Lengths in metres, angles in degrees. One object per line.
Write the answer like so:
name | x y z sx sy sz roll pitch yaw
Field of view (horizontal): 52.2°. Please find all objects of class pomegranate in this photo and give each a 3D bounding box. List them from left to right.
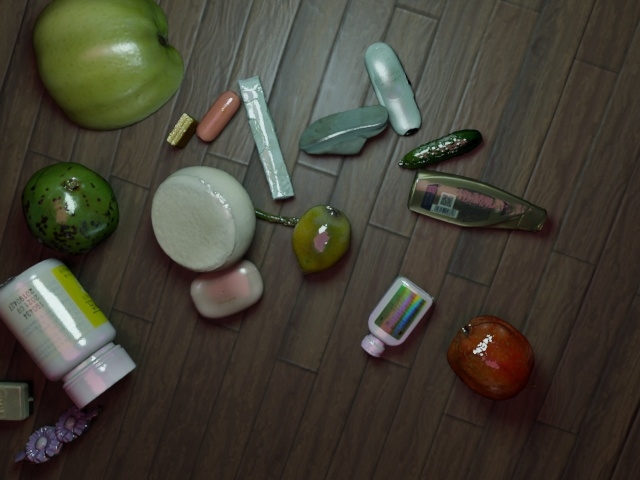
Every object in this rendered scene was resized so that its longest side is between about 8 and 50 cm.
pomegranate | -0.659 -0.077 1.725 0.254 0.270 0.255 7 64 -13

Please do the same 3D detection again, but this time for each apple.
apple | -0.568 -0.501 1.746 0.360 0.312 0.320 -15 138 7

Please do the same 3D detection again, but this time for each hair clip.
hair clip | -0.745 0.559 1.858 0.292 0.084 0.106 -37 48 4

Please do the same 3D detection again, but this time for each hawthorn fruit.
hawthorn fruit | 0.455 0.315 1.678 0.253 0.205 0.205 41 97 -4

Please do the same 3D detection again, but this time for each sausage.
sausage | -0.273 -0.333 1.747 0.062 0.062 0.154 39 96 0

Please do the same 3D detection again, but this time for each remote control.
remote control | 0.191 -0.398 1.714 0.097 0.045 0.256 -25 95 7

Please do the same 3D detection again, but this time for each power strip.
power strip | -0.947 0.455 1.868 0.256 0.070 0.105 0 95 4

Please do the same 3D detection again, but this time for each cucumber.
cucumber | 0.312 -0.236 1.709 0.227 0.069 0.069 -19 93 11

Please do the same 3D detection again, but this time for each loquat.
loquat | 0.000 0.000 1.716 0.152 0.152 0.195 25 106 2

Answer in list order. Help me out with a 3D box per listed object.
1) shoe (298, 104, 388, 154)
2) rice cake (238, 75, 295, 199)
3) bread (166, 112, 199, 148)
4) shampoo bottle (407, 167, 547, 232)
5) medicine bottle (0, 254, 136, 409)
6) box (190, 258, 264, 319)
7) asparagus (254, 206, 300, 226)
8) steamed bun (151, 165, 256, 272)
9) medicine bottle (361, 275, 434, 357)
shoe | 0.068 -0.276 1.717 0.250 0.103 0.100 -16 137 18
rice cake | -0.145 -0.272 1.744 0.066 0.063 0.337 -18 92 -4
bread | -0.365 -0.291 1.743 0.035 0.094 0.090 35 94 0
shampoo bottle | 0.407 -0.093 1.701 0.349 0.084 0.126 14 113 3
medicine bottle | -0.685 0.247 1.756 0.213 0.213 0.379 -36 91 7
box | -0.253 0.132 1.773 0.200 0.088 0.146 -21 94 5
asparagus | -0.152 -0.074 1.778 0.235 0.027 0.034 18 107 3
steamed bun | -0.290 -0.062 1.705 0.282 0.177 0.283 9 112 24
medicine bottle | 0.195 0.210 1.748 0.115 0.078 0.219 36 97 -1
